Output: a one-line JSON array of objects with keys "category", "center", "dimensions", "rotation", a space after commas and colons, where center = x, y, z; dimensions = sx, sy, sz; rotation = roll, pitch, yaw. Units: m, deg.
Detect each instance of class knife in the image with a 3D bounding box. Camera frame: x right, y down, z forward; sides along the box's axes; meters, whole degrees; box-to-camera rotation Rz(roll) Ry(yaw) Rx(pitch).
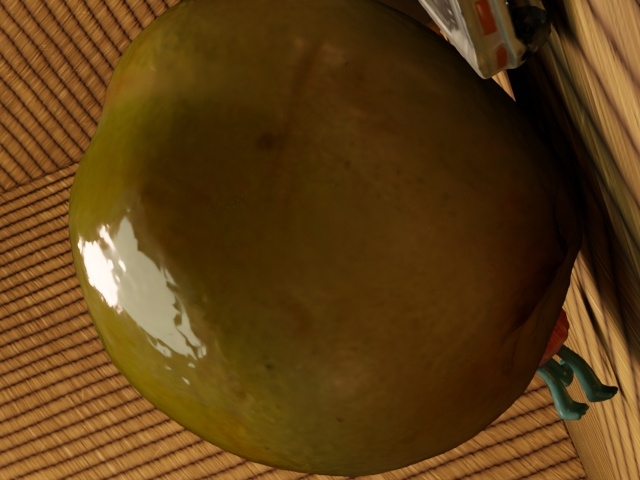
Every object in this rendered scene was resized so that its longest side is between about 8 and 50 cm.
[{"category": "knife", "center": [0.105, -0.126, 0.635], "dimensions": [0.170, 0.010, 0.023], "rotation": [63, -178, -41]}]

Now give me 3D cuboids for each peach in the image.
[{"category": "peach", "center": [-0.004, 0.000, 0.684], "dimensions": [0.314, 0.316, 0.281], "rotation": [58, -126, -68]}]

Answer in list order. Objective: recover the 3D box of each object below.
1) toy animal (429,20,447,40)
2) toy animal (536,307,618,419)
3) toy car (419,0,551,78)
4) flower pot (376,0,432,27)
[{"category": "toy animal", "center": [0.097, -0.238, 1.192], "dimensions": [0.159, 0.083, 0.070], "rotation": [34, -139, -62]}, {"category": "toy animal", "center": [0.170, 0.042, 0.856], "dimensions": [0.103, 0.100, 0.208], "rotation": [-47, -61, -39]}, {"category": "toy car", "center": [0.052, -0.158, 0.504], "dimensions": [0.095, 0.056, 0.205], "rotation": [59, -170, -45]}, {"category": "flower pot", "center": [0.008, -0.205, 1.029], "dimensions": [0.202, 0.212, 0.212], "rotation": [-45, 60, 53]}]
